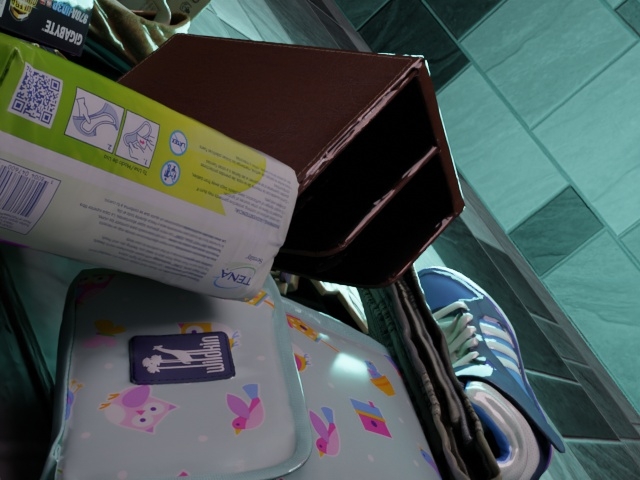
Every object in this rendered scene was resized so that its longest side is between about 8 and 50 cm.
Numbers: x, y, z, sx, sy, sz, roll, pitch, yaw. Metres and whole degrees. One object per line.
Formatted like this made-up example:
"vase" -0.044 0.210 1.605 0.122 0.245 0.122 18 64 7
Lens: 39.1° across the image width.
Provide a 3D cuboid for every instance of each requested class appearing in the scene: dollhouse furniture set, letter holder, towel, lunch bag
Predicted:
"dollhouse furniture set" -0.071 0.048 0.959 0.081 0.091 0.114 11 -11 7
"letter holder" -0.071 -0.050 0.772 0.302 0.214 0.152 16 -40 40
"towel" 0.095 0.185 0.791 0.312 0.056 0.324 -106 -177 -52
"lunch bag" -0.052 0.133 0.579 0.262 0.160 0.223 32 21 -28

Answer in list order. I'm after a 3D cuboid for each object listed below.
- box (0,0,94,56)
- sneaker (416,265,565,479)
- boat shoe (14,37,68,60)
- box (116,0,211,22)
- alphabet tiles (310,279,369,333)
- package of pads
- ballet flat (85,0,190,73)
"box" -0.296 -0.195 0.631 0.220 0.051 0.175 18 5 8
"sneaker" 0.171 0.157 1.110 0.236 0.130 0.323 22 39 -63
"boat shoe" -0.245 -0.138 0.774 0.083 0.065 0.183 52 -8 -38
"box" -0.286 -0.413 1.214 0.311 0.121 0.148 43 19 -20
"alphabet tiles" 0.000 0.000 1.168 0.285 0.011 0.342 53 11 11
"package of pads" -0.184 -0.063 0.560 0.296 0.101 0.229 24 2 38
"ballet flat" -0.255 -0.269 0.960 0.116 0.124 0.342 31 5 35
